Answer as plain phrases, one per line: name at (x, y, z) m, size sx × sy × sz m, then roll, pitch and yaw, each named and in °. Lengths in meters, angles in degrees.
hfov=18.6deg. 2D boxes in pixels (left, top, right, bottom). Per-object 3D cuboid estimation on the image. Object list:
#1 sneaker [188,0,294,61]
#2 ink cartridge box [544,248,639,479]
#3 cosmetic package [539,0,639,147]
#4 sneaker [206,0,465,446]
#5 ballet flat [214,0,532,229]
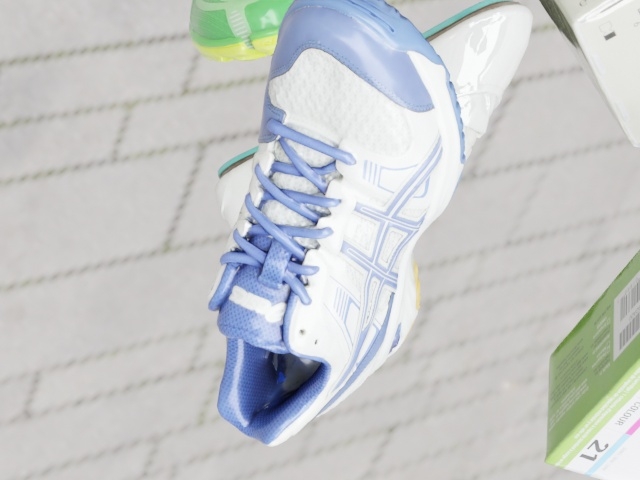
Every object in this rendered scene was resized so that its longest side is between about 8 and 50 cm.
sneaker at (-0.040, -0.227, 1.284) m, size 0.109 × 0.295 × 0.123 m, roll -10°, pitch 133°, yaw 17°
ink cartridge box at (0.307, 0.103, 1.321) m, size 0.255 × 0.097 × 0.189 m, roll 18°, pitch 140°, yaw -12°
cosmetic package at (0.198, -0.231, 1.397) m, size 0.129 × 0.296 × 0.153 m, roll -31°, pitch 139°, yaw 7°
sneaker at (0.000, 0.000, 1.079) m, size 0.131 × 0.112 × 0.296 m, roll -47°, pitch 151°, yaw -37°
ballet flat at (0.066, -0.093, 1.957) m, size 0.400 × 0.139 × 0.139 m, roll -31°, pitch 158°, yaw 28°
